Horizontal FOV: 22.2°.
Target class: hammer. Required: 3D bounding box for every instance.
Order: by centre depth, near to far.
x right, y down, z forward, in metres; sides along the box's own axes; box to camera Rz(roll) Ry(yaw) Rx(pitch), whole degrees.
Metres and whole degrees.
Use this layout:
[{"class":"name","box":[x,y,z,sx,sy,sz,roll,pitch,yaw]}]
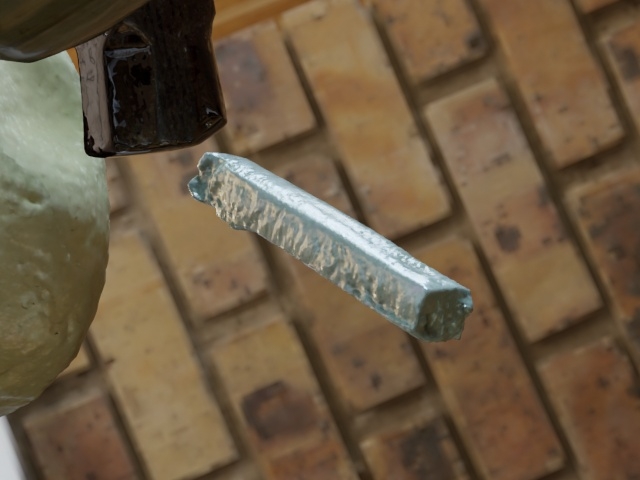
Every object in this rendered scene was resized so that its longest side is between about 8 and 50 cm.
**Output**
[{"class":"hammer","box":[-0.240,-0.166,1.037,0.095,0.409,0.242,-3,-86,47]}]

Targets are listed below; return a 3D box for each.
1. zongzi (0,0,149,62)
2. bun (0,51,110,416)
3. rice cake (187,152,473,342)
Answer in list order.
[{"class":"zongzi","box":[-0.116,-0.246,0.823,0.125,0.251,0.274,20,49,-56]},{"class":"bun","box":[-0.333,-0.025,1.322,0.349,0.227,0.352,50,-52,38]},{"class":"rice cake","box":[0.000,0.000,0.506,0.022,0.021,0.121,11,15,-43]}]
